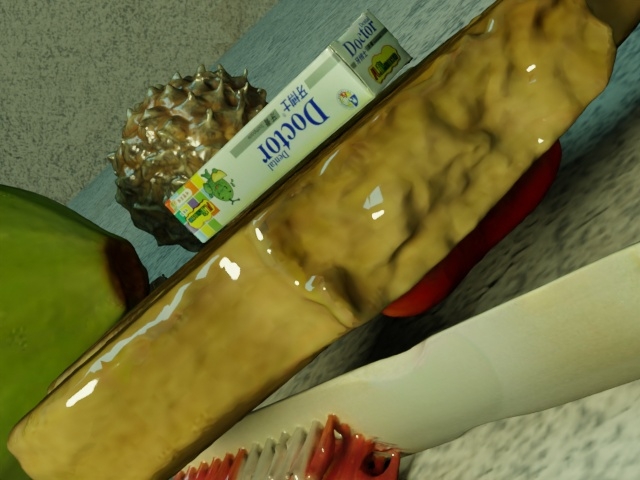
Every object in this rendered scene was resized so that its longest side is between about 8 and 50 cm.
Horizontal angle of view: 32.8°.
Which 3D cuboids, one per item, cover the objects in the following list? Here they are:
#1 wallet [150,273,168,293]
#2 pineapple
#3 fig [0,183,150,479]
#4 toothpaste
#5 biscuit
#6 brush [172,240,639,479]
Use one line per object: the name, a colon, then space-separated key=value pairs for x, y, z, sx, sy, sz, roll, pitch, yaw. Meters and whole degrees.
wallet: x=-0.204 y=0.103 z=1.030 sx=0.176 sy=0.026 sz=0.095 roll=-46 pitch=13 yaw=-2
pineapple: x=-0.105 y=-0.085 z=1.003 sx=0.166 sy=0.166 sz=0.193 roll=-39 pitch=15 yaw=25
fig: x=-0.266 y=0.085 z=0.763 sx=0.316 sy=0.316 sz=0.316 roll=-42 pitch=16 yaw=15
toothpaste: x=-0.021 y=-0.053 z=0.558 sx=0.164 sy=0.034 sz=0.046 roll=-36 pitch=10 yaw=46
biscuit: x=0.000 y=0.000 z=0.558 sx=0.368 sy=0.076 sz=0.394 roll=-44 pitch=5 yaw=-20
brush: x=0.034 y=0.073 z=0.417 sx=0.321 sy=0.060 sz=0.050 roll=-31 pitch=34 yaw=45
